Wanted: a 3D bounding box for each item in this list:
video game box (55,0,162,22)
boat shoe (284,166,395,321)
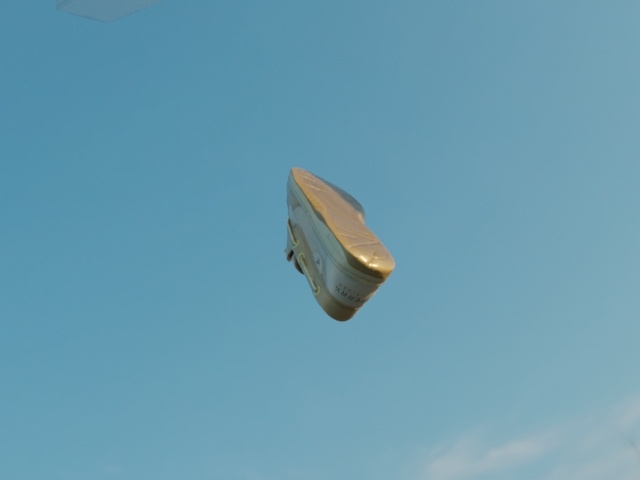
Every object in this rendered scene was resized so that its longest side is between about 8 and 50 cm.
[{"bbox_3d":[-0.116,-0.243,0.694,0.048,0.205,0.187,11,-88,-24],"label":"video game box"},{"bbox_3d":[0.000,0.000,0.760,0.063,0.170,0.059,23,-73,-21],"label":"boat shoe"}]
